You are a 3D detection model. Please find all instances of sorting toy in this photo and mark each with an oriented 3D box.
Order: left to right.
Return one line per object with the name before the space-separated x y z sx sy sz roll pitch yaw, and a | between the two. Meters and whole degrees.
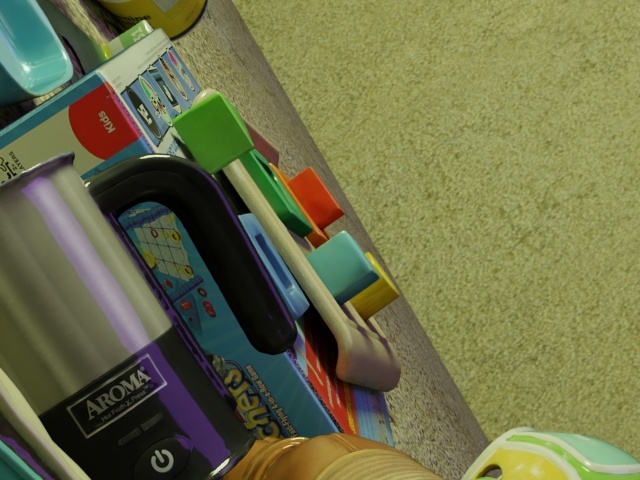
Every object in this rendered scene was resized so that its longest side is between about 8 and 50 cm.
sorting toy | 0.000 0.000 0.804 0.196 0.047 0.347 60 6 14

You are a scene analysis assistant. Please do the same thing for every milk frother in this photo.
milk frother | -0.096 0.042 0.513 0.143 0.129 0.135 -27 -84 53

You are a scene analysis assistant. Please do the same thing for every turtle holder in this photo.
turtle holder | 0.248 0.330 1.351 0.320 0.243 0.227 -15 50 -43

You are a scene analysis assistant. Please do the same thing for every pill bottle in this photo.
pill bottle | -0.185 -0.272 1.231 0.103 0.103 0.184 60 6 17

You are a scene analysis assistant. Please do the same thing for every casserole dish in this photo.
casserole dish | -0.198 -0.129 0.723 0.114 0.037 0.188 57 7 -12

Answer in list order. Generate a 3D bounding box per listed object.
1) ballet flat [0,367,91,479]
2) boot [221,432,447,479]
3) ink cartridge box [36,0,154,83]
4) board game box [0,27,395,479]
ballet flat | -0.127 0.040 0.335 0.248 0.086 0.086 59 6 -10
boot | 0.020 0.221 0.525 0.220 0.109 0.283 -5 -81 68
ink cartridge box | -0.141 -0.115 1.048 0.171 0.056 0.235 62 5 28
board game box | -0.067 0.026 0.780 0.302 0.086 0.308 57 6 -12
